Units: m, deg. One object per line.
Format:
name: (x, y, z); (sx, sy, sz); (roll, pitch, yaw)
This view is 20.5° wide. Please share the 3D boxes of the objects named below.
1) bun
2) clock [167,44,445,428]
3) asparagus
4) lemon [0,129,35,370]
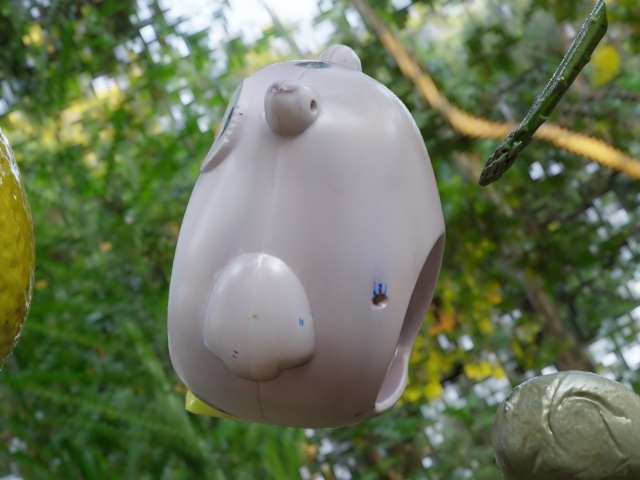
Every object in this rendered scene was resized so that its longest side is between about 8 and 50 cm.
bun: (0.264, 0.224, 1.853); (0.173, 0.113, 0.166); (0, -46, 11)
clock: (0.000, 0.000, 1.868); (0.251, 0.376, 0.368); (9, 18, 13)
asparagus: (0.235, -0.149, 1.838); (0.027, 0.034, 0.236); (29, -77, -22)
lemon: (-0.388, 0.001, 1.434); (0.336, 0.336, 0.336); (-21, -25, -10)
